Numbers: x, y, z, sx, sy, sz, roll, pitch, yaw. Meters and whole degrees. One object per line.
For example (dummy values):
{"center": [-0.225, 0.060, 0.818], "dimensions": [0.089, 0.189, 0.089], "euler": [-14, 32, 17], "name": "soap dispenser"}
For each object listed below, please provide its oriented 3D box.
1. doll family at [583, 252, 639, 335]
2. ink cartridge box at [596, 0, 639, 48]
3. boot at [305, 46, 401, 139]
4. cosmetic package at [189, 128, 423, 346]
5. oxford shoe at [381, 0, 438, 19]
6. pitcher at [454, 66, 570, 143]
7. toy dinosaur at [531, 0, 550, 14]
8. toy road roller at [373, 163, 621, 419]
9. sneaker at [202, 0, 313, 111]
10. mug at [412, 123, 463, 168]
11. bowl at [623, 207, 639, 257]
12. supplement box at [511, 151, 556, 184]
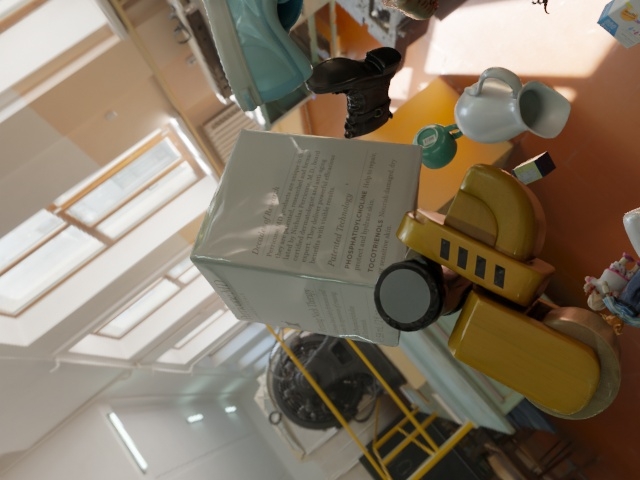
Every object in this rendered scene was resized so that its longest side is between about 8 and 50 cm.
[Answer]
{"center": [0.657, 0.143, 0.999], "dimensions": [0.263, 0.163, 0.118], "euler": [41, -173, 30], "name": "doll family"}
{"center": [0.717, -0.510, 1.082], "dimensions": [0.104, 0.062, 0.181], "euler": [33, 168, -8], "name": "ink cartridge box"}
{"center": [0.083, -0.331, 1.203], "dimensions": [0.091, 0.262, 0.229], "euler": [60, 160, 28], "name": "boot"}
{"center": [0.000, 0.000, 1.077], "dimensions": [0.393, 0.328, 0.329], "euler": [8, 152, 13], "name": "cosmetic package"}
{"center": [0.220, -0.576, 1.135], "dimensions": [0.130, 0.123, 0.348], "euler": [28, -155, -2], "name": "oxford shoe"}
{"center": [0.333, -0.262, 0.944], "dimensions": [0.177, 0.126, 0.207], "euler": [33, 178, -23], "name": "pitcher"}
{"center": [0.596, -0.661, 1.318], "dimensions": [0.090, 0.082, 0.047], "euler": [41, -176, -17], "name": "toy dinosaur"}
{"center": [0.253, 0.045, 0.660], "dimensions": [0.329, 0.241, 0.202], "euler": [29, -164, 27], "name": "toy road roller"}
{"center": [-0.107, -0.382, 0.790], "dimensions": [0.135, 0.150, 0.366], "euler": [73, 179, -79], "name": "sneaker"}
{"center": [0.368, -0.319, 1.596], "dimensions": [0.129, 0.158, 0.097], "euler": [28, 180, 40], "name": "mug"}
{"center": [0.792, -0.023, 1.144], "dimensions": [0.053, 0.142, 0.142], "euler": [78, 176, -73], "name": "bowl"}
{"center": [0.616, -0.206, 1.437], "dimensions": [0.083, 0.083, 0.056], "euler": [-27, 92, 52], "name": "supplement box"}
